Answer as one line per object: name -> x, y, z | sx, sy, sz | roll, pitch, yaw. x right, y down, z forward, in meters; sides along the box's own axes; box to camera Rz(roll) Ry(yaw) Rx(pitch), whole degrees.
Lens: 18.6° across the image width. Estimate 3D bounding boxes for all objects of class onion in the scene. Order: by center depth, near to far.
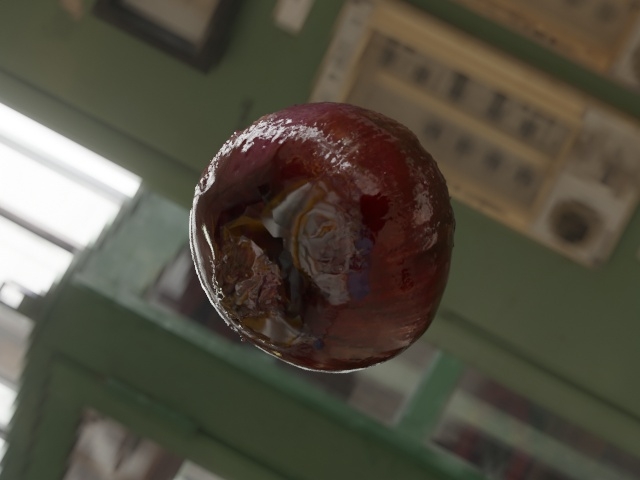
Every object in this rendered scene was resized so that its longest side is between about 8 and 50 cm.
onion -> 0.000, 0.000, 0.901 | 0.131, 0.131, 0.131 | -60, -8, -14
